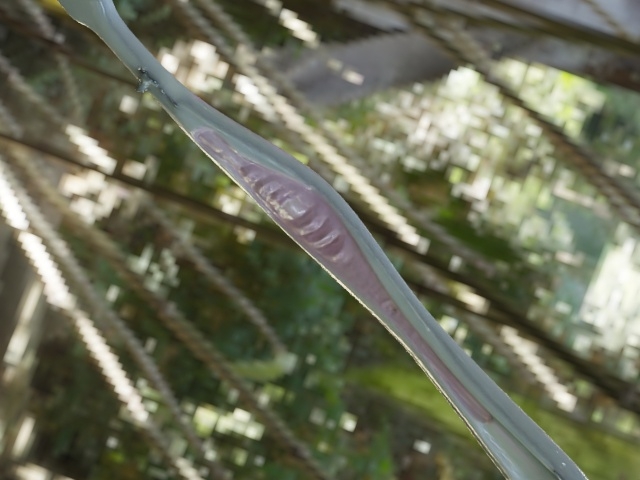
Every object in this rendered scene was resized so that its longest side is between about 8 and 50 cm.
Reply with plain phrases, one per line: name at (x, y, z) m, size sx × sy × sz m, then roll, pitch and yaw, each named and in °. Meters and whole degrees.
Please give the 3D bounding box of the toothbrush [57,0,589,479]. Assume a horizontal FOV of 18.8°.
toothbrush at (0.000, 0.000, 0.461) m, size 0.017 × 0.204 × 0.022 m, roll -31°, pitch -162°, yaw 36°
